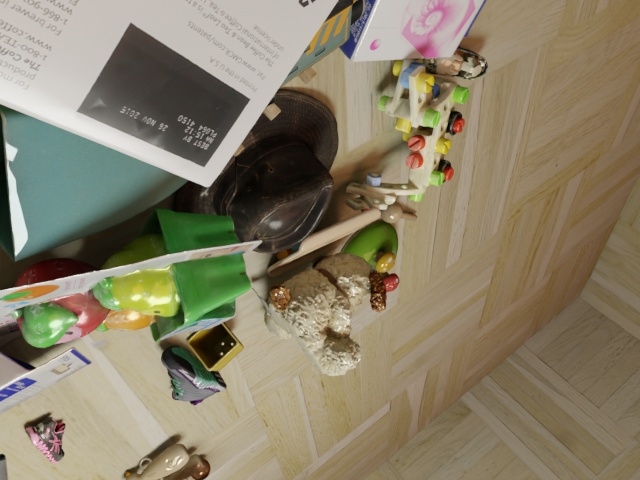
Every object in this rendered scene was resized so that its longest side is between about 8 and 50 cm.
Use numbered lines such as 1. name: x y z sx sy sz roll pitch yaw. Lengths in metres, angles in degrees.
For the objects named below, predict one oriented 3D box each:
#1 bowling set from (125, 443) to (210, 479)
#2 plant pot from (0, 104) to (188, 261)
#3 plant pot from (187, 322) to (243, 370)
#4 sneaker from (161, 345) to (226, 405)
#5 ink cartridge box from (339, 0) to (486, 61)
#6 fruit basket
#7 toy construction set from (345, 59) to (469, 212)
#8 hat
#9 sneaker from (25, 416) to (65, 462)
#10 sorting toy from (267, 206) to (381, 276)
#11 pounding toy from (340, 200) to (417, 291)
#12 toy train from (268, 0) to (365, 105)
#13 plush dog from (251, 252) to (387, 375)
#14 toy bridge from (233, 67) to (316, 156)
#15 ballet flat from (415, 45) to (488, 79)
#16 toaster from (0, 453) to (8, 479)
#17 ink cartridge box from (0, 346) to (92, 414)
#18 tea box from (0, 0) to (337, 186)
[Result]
1. bowling set: -0.332 0.629 1.283 0.154 0.287 0.200 -31 177 -11
2. plant pot: -0.269 -0.116 0.607 0.234 0.165 0.166 -21 139 -44
3. plant pot: -0.206 0.216 1.081 0.081 0.081 0.083 -43 157 -5
4. sneaker: -0.278 0.293 1.078 0.098 0.083 0.224 -38 146 -4
5. ink cartridge box: 0.215 -0.431 0.804 0.330 0.071 0.324 -16 150 -32
6. fruit basket: -0.285 0.083 0.707 0.352 0.166 0.327 -19 174 -31
7. toy construction set: 0.176 -0.183 1.015 0.215 0.151 0.328 -26 146 -46
8. hat: -0.068 -0.076 0.883 0.331 0.134 0.332 -27 140 -25
9. sneaker: -0.487 0.362 0.962 0.057 0.047 0.119 -39 148 -30
10. sorting toy: 0.000 0.000 1.056 0.192 0.038 0.208 -24 173 -29
11. pounding toy: 0.156 0.036 1.253 0.237 0.110 0.183 -53 145 11
12. toy train: -0.060 -0.285 0.671 0.334 0.142 0.190 -43 160 -23
13. plush dog: 0.010 0.108 1.082 0.225 0.262 0.211 -38 130 -24
14. toy bridge: -0.089 -0.209 0.787 0.063 0.026 0.188 45 74 -14
15. ballet flat: 0.264 -0.346 1.022 0.188 0.070 0.070 -12 133 -39
16. toaster: -0.586 0.412 0.787 0.168 0.110 0.185 -35 159 28
17. ink cartridge box: -0.514 0.237 0.720 0.370 0.069 0.176 -28 170 -22
18. tea box: -0.211 -0.250 0.383 0.220 0.323 0.329 -53 146 11
